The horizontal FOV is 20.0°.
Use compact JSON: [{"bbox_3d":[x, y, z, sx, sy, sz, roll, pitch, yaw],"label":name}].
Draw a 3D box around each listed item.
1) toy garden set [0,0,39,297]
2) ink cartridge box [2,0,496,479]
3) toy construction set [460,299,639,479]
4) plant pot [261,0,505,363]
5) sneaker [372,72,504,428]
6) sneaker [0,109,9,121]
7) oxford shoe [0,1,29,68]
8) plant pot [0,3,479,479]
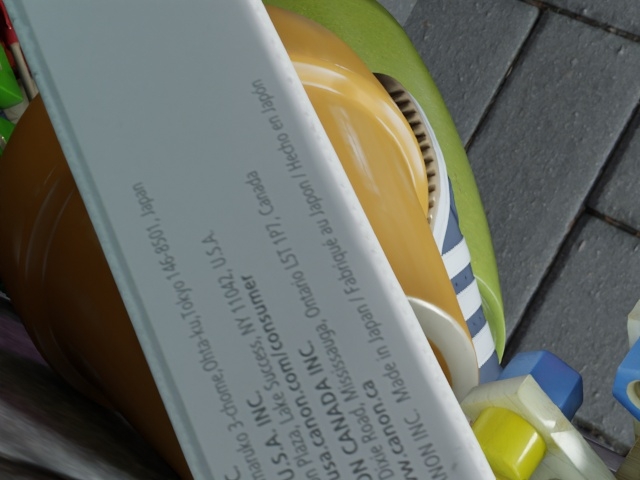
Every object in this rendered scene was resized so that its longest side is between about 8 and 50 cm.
[{"bbox_3d":[-0.197,-0.064,1.097,0.244,0.049,0.204,66,8,12],"label":"toy garden set"},{"bbox_3d":[-0.023,0.018,0.547,0.261,0.066,0.296,77,-10,-61],"label":"ink cartridge box"},{"bbox_3d":[0.202,0.164,0.725,0.215,0.151,0.328,9,-30,38],"label":"toy construction set"},{"bbox_3d":[0.000,0.000,1.186,0.274,0.275,0.293,28,15,-32],"label":"plant pot"},{"bbox_3d":[0.064,0.054,0.991,0.153,0.099,0.282,32,41,-53],"label":"sneaker"},{"bbox_3d":[-0.204,-0.044,1.336,0.297,0.111,0.129,35,-4,-39],"label":"sneaker"},{"bbox_3d":[-0.252,-0.159,1.385,0.363,0.130,0.132,18,-11,-24],"label":"oxford shoe"},{"bbox_3d":[-0.025,0.025,0.810,0.205,0.205,0.188,28,17,-37],"label":"plant pot"}]
